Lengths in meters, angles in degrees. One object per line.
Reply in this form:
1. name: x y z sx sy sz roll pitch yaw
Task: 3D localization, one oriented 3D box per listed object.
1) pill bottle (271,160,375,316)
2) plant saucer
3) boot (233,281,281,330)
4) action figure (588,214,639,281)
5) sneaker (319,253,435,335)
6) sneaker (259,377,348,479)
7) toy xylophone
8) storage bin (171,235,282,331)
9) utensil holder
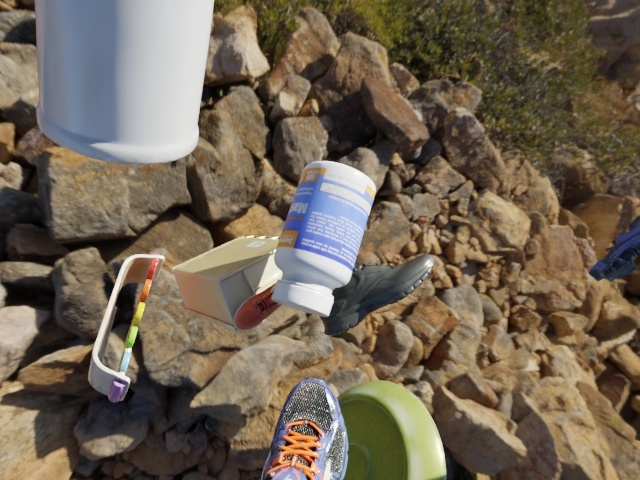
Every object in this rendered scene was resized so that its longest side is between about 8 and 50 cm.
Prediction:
1. pill bottle: 0.000 0.000 0.860 0.153 0.152 0.271 21 76 -11
2. plant saucer: 0.050 0.300 0.586 0.037 0.241 0.240 32 76 -34
3. boot: -0.116 0.130 0.925 0.158 0.084 0.059 -38 90 -8
4. action figure: 0.602 -0.008 0.665 0.179 0.330 0.341 34 109 -26
5. sneaker: 0.110 0.093 0.974 0.287 0.109 0.130 -29 79 2
6. sneaker: -0.021 0.229 0.415 0.084 0.087 0.221 5 48 8
7. toy xylophone: -0.428 0.184 0.978 0.081 0.236 0.322 17 56 -20
8. storage bin: -0.186 0.083 1.104 0.261 0.262 0.123 -28 109 -36
9. utensil holder: -0.387 -0.401 0.901 0.328 0.327 0.385 13 124 -12
